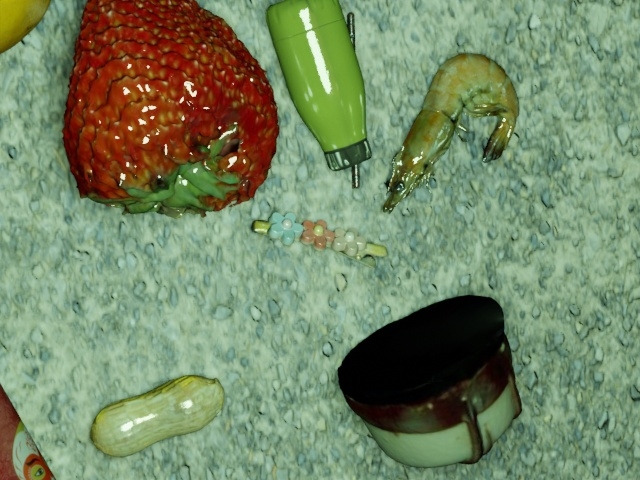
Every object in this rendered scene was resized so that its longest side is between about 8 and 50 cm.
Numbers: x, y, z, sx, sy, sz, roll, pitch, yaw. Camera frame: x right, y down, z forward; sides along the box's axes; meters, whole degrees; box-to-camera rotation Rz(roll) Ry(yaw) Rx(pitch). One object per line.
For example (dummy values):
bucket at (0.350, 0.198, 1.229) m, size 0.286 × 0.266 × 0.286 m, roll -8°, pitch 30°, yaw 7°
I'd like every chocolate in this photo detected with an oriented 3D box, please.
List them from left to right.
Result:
chocolate at (0.182, 0.226, 1.614) m, size 0.284 × 0.283 × 0.186 m, roll -30°, pitch 104°, yaw -9°

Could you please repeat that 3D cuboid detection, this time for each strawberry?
strawberry at (-0.215, -0.204, 1.485) m, size 0.312 × 0.267 × 0.351 m, roll 0°, pitch 66°, yaw -40°

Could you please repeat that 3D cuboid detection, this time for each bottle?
bottle at (0.007, -0.233, 1.589) m, size 0.112 × 0.112 × 0.260 m, roll -21°, pitch 102°, yaw -11°

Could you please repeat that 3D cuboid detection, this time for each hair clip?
hair clip at (0.003, -0.004, 1.644) m, size 0.214 × 0.062 × 0.056 m, roll 18°, pitch 134°, yaw -17°

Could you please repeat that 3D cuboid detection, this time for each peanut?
peanut at (-0.238, 0.259, 1.598) m, size 0.207 × 0.087 × 0.087 m, roll -20°, pitch 101°, yaw -12°

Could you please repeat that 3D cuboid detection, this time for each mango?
mango at (-0.434, -0.309, 1.389) m, size 0.187 × 0.257 × 0.138 m, roll -19°, pitch 101°, yaw -12°

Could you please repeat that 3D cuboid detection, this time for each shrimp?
shrimp at (0.208, -0.148, 1.684) m, size 0.169 × 0.058 × 0.296 m, roll 31°, pitch 85°, yaw -18°

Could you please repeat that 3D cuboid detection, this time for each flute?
flute at (0.050, -0.213, 1.653) m, size 0.014 × 0.014 × 0.269 m, roll -4°, pitch 98°, yaw -14°

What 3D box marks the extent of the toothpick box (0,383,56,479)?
toothpick box at (-0.479, 0.335, 1.485) m, size 0.204 × 0.204 × 0.333 m, roll -27°, pitch 102°, yaw -10°
